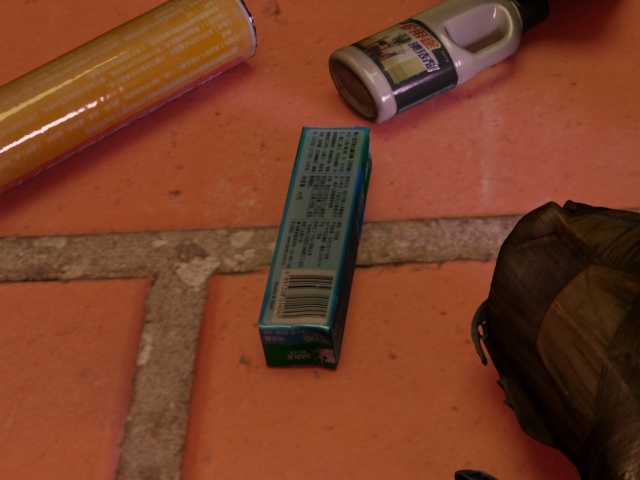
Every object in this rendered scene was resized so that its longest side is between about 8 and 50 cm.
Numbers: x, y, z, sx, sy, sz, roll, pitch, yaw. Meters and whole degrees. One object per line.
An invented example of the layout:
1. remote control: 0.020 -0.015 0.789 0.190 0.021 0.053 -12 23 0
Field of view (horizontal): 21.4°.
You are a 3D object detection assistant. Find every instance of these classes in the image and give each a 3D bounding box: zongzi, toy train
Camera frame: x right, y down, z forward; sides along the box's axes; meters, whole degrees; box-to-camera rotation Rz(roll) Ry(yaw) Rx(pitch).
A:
1. zongzi: 0.193 0.117 1.126 0.432 0.208 0.403 -16 34 -42
2. toy train: 0.136 0.190 1.259 0.083 0.017 0.017 27 50 34

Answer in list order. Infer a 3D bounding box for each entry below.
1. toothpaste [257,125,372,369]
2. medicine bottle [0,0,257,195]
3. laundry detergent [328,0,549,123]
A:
1. toothpaste: 0.000 0.000 1.474 0.065 0.050 0.266 -1 42 11
2. medicine bottle: -0.252 -0.125 1.621 0.426 0.108 0.108 -32 46 -24
3. laundry detergent: 0.125 -0.190 1.653 0.226 0.070 0.099 -25 35 -19
